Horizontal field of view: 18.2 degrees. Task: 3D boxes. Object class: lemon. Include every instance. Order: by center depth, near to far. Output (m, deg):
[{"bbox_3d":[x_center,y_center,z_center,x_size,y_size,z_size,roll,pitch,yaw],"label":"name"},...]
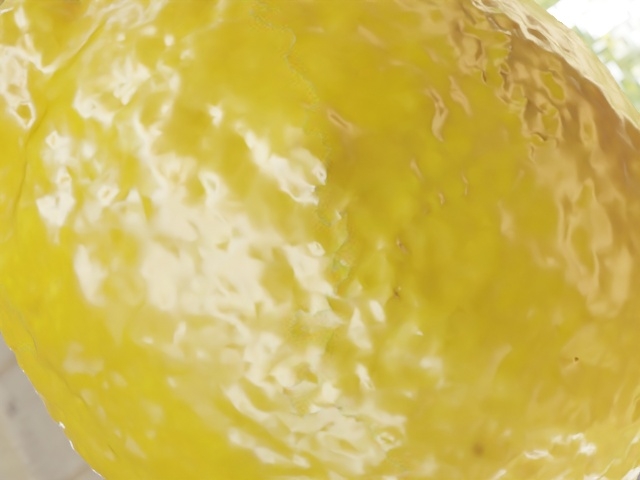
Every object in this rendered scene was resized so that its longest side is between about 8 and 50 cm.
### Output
[{"bbox_3d":[0.000,0.000,0.435,0.187,0.142,0.142,33,-150,-12],"label":"lemon"}]
